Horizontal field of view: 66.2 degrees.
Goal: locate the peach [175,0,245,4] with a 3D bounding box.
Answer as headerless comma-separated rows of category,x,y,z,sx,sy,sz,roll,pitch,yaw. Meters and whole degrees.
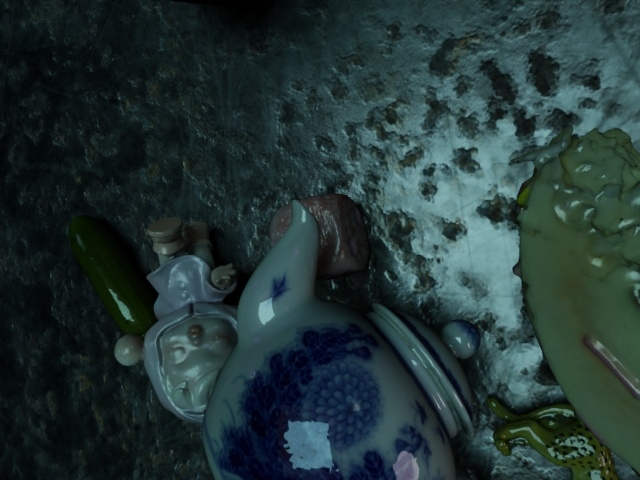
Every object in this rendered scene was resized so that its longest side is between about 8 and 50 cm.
peach,-0.095,-0.463,0.506,0.416,0.339,0.354,-10,88,21

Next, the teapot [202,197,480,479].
teapot,0.042,0.165,0.483,0.279,0.252,0.424,-31,95,-9

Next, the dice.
dice,0.000,0.000,0.583,0.093,0.091,0.094,-14,84,23

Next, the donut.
donut,0.322,0.062,0.337,0.371,0.150,0.308,11,115,55

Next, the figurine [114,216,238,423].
figurine,-0.156,0.104,0.629,0.200,0.133,0.276,-11,76,-11

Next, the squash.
squash,-0.311,0.055,0.739,0.069,0.069,0.258,-45,72,17

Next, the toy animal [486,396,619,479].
toy animal,0.256,0.229,0.481,0.136,0.073,0.182,-23,67,14
